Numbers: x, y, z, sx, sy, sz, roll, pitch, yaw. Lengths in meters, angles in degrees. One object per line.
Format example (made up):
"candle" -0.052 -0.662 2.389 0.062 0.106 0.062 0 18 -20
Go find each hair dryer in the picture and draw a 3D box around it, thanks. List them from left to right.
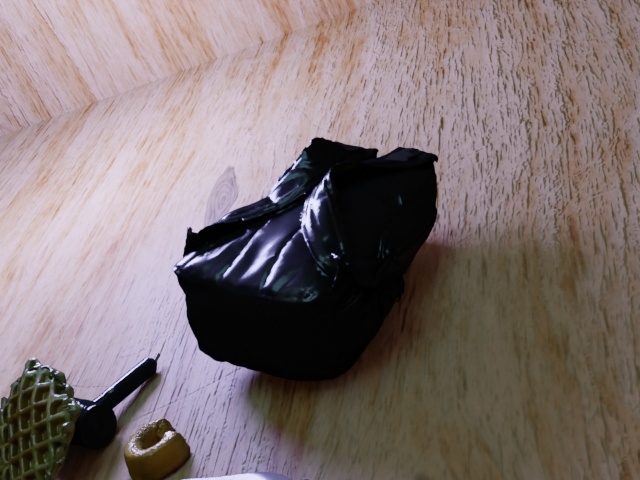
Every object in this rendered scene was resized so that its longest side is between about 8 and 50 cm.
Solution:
"hair dryer" -0.340 0.246 1.578 0.124 0.072 0.219 4 34 43

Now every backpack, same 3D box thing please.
"backpack" 0.000 0.000 1.525 0.363 0.255 0.446 6 38 35

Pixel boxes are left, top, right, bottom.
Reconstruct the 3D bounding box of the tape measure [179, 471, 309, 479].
"tape measure" -0.114 0.360 1.138 0.236 0.120 0.197 -15 24 29

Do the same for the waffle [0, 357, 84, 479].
"waffle" -0.439 0.297 1.488 0.207 0.054 0.214 25 91 43

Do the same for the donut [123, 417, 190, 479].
"donut" -0.244 0.304 1.423 0.097 0.043 0.108 -38 26 -22
